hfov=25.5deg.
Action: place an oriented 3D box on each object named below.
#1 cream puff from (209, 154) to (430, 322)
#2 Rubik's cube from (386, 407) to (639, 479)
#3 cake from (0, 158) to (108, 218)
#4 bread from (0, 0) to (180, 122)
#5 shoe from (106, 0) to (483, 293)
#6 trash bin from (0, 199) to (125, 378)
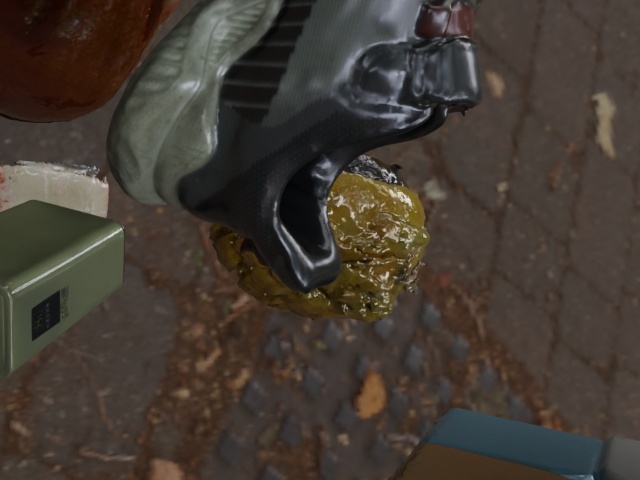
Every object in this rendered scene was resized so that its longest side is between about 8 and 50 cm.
[{"bbox_3d":[0.000,0.000,1.127,0.189,0.189,0.129,17,79,-44],"label":"cream puff"},{"bbox_3d":[0.170,0.316,0.766,0.346,0.344,0.346,-23,122,-72],"label":"Rubik's cube"},{"bbox_3d":[-0.363,0.011,1.590,0.158,0.262,0.159,3,80,-40],"label":"cake"},{"bbox_3d":[-0.152,-0.217,0.889,0.114,0.327,0.295,29,100,-28],"label":"bread"},{"bbox_3d":[0.018,-0.078,0.556,0.112,0.227,0.099,47,17,13],"label":"shoe"},{"bbox_3d":[-0.132,0.016,0.611,0.092,0.061,0.043,-40,139,-58],"label":"trash bin"}]
